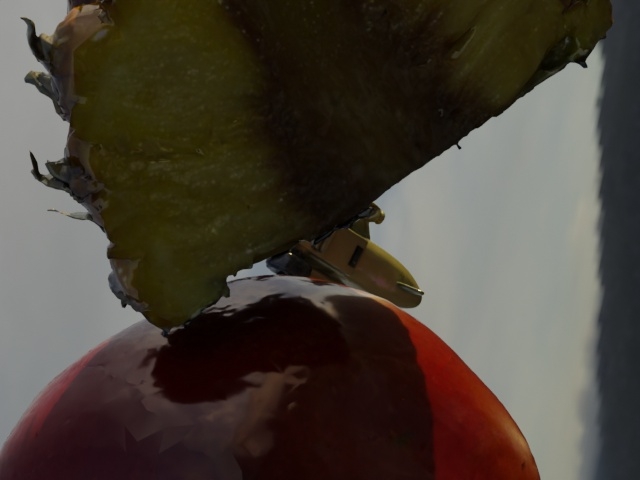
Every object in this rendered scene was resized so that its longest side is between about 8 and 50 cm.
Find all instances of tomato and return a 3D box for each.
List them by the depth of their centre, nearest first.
[{"bbox_3d":[-0.029,0.189,1.025,0.293,0.325,0.290,-22,-15,-42],"label":"tomato"}]

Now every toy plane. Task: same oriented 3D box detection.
[{"bbox_3d":[0.000,0.000,1.400,0.092,0.244,0.229,13,74,61],"label":"toy plane"}]

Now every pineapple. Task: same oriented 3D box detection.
[{"bbox_3d":[-0.045,-0.162,0.968,0.286,0.344,0.209,59,172,-22],"label":"pineapple"}]
